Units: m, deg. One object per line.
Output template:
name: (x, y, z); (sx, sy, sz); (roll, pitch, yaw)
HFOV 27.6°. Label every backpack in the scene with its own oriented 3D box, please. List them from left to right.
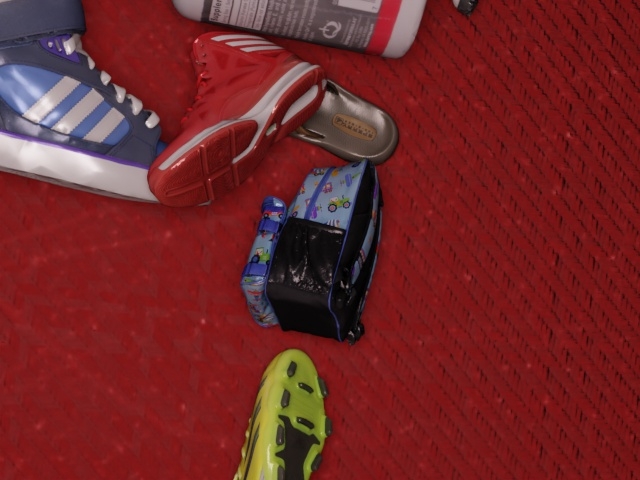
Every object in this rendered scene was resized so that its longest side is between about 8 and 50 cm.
backpack: (0.000, 0.000, 1.319); (0.117, 0.158, 0.173); (11, 71, 11)

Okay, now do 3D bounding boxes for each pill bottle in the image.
pill bottle: (-0.053, -0.296, 1.314); (0.319, 0.176, 0.176); (10, 85, -7)

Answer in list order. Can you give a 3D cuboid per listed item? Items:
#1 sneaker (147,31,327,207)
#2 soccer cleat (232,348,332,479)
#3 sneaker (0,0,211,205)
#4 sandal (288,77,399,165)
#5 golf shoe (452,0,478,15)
sneaker: (-0.110, -0.126, 1.291); (0.128, 0.087, 0.221); (36, 56, 28)
soccer cleat: (-0.060, 0.251, 1.323); (0.093, 0.121, 0.289); (23, 65, -44)
sneaker: (-0.236, -0.173, 1.281); (0.323, 0.130, 0.236); (13, 87, -22)
sandal: (-0.019, -0.137, 1.367); (0.219, 0.060, 0.090); (22, 84, -5)
golf shoe: (0.141, -0.337, 1.402); (0.094, 0.077, 0.198); (3, 79, 3)
